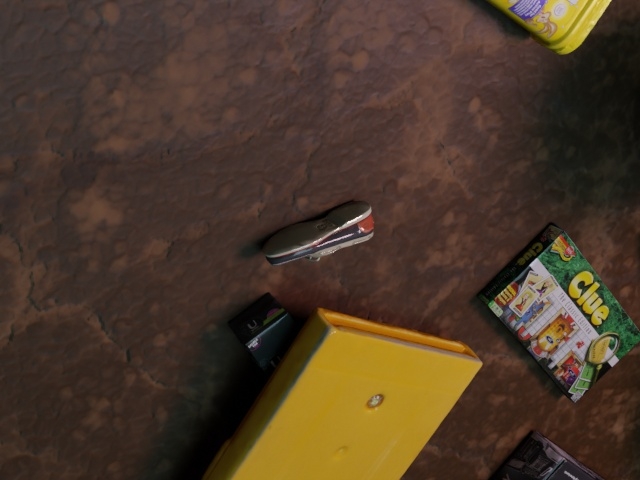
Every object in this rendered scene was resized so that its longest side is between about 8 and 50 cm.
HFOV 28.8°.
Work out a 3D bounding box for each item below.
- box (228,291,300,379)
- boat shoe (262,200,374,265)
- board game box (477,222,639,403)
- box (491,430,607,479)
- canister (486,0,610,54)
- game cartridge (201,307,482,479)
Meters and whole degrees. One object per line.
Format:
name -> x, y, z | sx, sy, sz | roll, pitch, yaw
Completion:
box -> -0.053, 0.114, 1.415 | 0.062, 0.052, 0.083 | -37, 127, -8
boat shoe -> 0.000, 0.000, 1.386 | 0.137, 0.049, 0.043 | -24, 128, -21
board game box -> 0.319, 0.100, 1.632 | 0.136, 0.030, 0.259 | -46, 129, -1
box -> 0.329, 0.436, 1.797 | 0.242, 0.076, 0.307 | -49, 129, 4
canister -> 0.229, -0.292, 1.330 | 0.170, 0.073, 0.126 | 26, 102, -36
game cartridge -> 0.012, 0.238, 1.488 | 0.285, 0.053, 0.324 | 17, 114, -45
